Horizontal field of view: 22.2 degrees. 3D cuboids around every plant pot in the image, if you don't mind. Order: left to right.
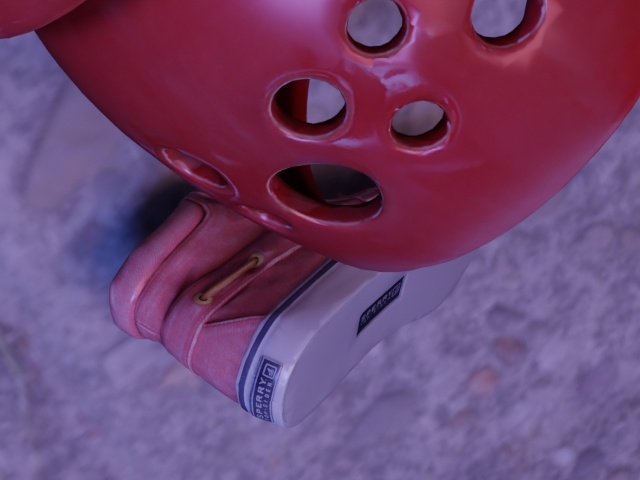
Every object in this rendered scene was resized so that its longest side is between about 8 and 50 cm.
[{"bbox_3d":[-0.009,-0.108,0.479,0.174,0.191,0.191,29,97,-35],"label":"plant pot"}]

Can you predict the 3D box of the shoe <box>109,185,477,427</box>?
[{"bbox_3d":[0.000,0.000,0.621,0.178,0.081,0.063,-38,148,-48],"label":"shoe"}]
